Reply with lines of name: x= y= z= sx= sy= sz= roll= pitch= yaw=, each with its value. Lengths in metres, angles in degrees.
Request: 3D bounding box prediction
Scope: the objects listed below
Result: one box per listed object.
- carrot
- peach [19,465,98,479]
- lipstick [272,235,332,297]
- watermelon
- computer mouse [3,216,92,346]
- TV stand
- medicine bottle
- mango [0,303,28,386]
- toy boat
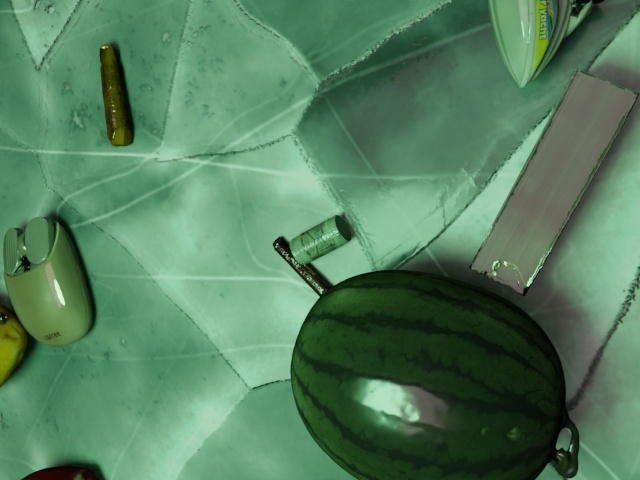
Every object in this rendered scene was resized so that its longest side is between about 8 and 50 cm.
carrot: x=-0.348 y=-0.245 z=1.027 sx=0.042 sy=0.042 sz=0.170 roll=-7 pitch=90 yaw=23
peach: x=-0.485 y=0.498 z=1.098 sx=0.198 sy=0.197 sz=0.197 roll=3 pitch=97 yaw=22
lipstick: x=-0.010 y=0.061 z=0.932 sx=0.176 sy=0.027 sz=0.027 roll=44 pitch=110 yaw=13
watermelon: x=0.138 y=0.180 z=0.751 sx=0.360 sy=0.279 sz=0.278 roll=13 pitch=101 yaw=22
computer mouse: x=-0.499 y=0.078 z=1.102 sx=0.145 sy=0.082 sz=0.236 roll=-16 pitch=91 yaw=24
TV stand: x=0.288 y=-0.068 z=0.762 sx=0.083 sy=0.088 sz=0.269 roll=29 pitch=106 yaw=15
medicine bottle: x=0.000 y=0.000 z=0.909 sx=0.083 sy=0.047 sz=0.047 roll=-28 pitch=85 yaw=23
mango: x=-0.692 y=0.223 z=1.163 sx=0.359 sy=0.144 sz=0.186 roll=-25 pitch=92 yaw=27
toy boat: x=0.261 y=-0.327 z=0.725 sx=0.141 sy=0.141 sz=0.269 roll=-13 pitch=93 yaw=23
